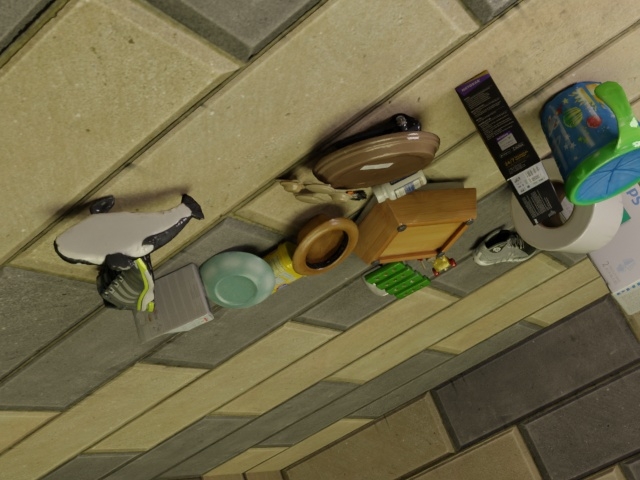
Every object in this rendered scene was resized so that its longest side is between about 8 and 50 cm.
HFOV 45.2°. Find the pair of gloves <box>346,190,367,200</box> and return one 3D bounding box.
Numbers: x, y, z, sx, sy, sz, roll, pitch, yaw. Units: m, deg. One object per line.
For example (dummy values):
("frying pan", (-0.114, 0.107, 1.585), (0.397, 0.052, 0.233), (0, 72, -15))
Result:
("pair of gloves", (0.100, -0.120, 1.815), (0.074, 0.010, 0.083), (4, 144, -44))

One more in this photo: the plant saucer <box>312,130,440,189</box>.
("plant saucer", (0.121, -0.162, 1.624), (0.277, 0.041, 0.278), (-12, 170, -2))

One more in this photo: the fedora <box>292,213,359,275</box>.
("fedora", (0.000, 0.000, 1.869), (0.194, 0.079, 0.194), (-23, 145, -17))

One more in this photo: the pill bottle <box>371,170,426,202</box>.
("pill bottle", (0.178, -0.135, 1.778), (0.120, 0.067, 0.067), (-26, 154, 2))

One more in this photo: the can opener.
("can opener", (0.122, -0.211, 1.598), (0.186, 0.059, 0.073), (-19, 129, -3))

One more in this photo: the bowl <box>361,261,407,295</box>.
("bowl", (0.203, 0.115, 2.302), (0.142, 0.053, 0.142), (-27, 153, 7))

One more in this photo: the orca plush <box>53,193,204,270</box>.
("orca plush", (-0.379, -0.014, 1.513), (0.287, 0.151, 0.102), (-35, 171, -29))

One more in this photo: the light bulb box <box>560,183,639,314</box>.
("light bulb box", (0.892, -0.005, 2.270), (0.225, 0.358, 0.361), (-33, 151, 17))

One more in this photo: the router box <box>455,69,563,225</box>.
("router box", (0.413, -0.191, 1.661), (0.081, 0.243, 0.309), (-30, 153, 14))

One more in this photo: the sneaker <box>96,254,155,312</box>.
("sneaker", (-0.427, 0.081, 1.675), (0.121, 0.111, 0.300), (-9, 149, -16))

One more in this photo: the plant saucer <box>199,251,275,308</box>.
("plant saucer", (-0.206, 0.111, 1.885), (0.194, 0.037, 0.195), (-2, 132, -2))

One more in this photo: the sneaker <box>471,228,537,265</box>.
("sneaker", (0.589, 0.009, 2.371), (0.228, 0.086, 0.132), (-14, 151, -15))

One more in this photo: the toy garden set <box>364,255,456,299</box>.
("toy garden set", (0.256, 0.076, 2.161), (0.203, 0.049, 0.244), (-30, 152, 18))

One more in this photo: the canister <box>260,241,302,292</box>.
("canister", (-0.121, 0.081, 1.953), (0.170, 0.073, 0.126), (-30, 152, 19))

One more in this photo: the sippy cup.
("sippy cup", (0.628, -0.236, 1.768), (0.240, 0.224, 0.305), (-3, 149, -36))

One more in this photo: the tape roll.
("tape roll", (0.656, -0.088, 2.052), (0.169, 0.246, 0.246), (7, 141, -45))

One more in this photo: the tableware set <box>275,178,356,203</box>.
("tableware set", (-0.011, -0.105, 1.670), (0.141, 0.020, 0.168), (4, 169, 28))

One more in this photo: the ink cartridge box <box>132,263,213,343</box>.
("ink cartridge box", (-0.355, 0.155, 1.824), (0.179, 0.145, 0.045), (-26, 152, 7))

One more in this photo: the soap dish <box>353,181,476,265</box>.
("soap dish", (0.238, -0.040, 1.954), (0.290, 0.118, 0.229), (-5, 150, -29))
